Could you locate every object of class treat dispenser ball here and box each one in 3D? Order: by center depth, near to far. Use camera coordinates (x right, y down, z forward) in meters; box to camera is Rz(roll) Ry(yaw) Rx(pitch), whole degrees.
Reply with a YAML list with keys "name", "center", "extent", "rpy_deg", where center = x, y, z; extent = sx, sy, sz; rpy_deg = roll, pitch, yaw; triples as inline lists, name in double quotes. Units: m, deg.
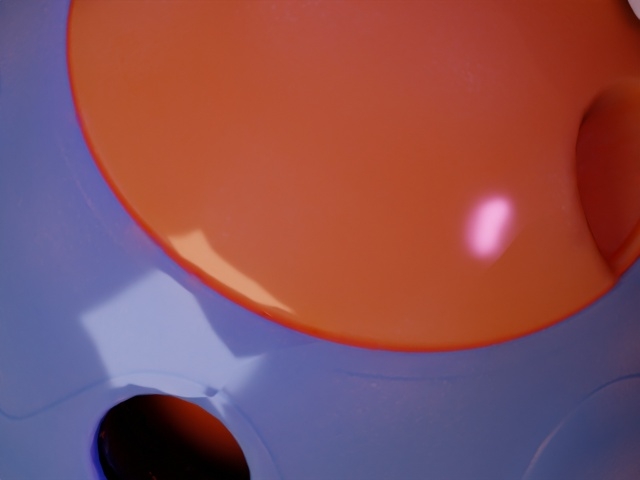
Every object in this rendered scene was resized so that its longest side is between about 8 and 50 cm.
- name: "treat dispenser ball"
  center: [0.000, 0.000, 0.633]
  extent: [0.288, 0.288, 0.288]
  rpy_deg: [23, 130, 30]

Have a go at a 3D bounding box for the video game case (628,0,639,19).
- name: "video game case"
  center: [0.101, -0.211, 0.520]
  extent: [0.206, 0.026, 0.227]
  rpy_deg: [-58, 42, 46]
